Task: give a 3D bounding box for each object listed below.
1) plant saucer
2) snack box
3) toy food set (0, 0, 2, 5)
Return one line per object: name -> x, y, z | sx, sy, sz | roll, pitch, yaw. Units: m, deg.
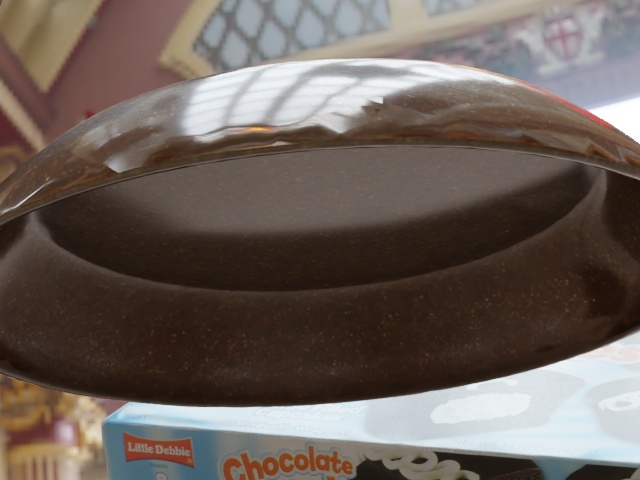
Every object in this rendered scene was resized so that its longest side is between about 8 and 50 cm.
plant saucer -> 0.000, 0.000, 0.451 | 0.199, 0.036, 0.198 | -4, -20, -1
snack box -> 0.080, 0.090, 0.860 | 0.322, 0.060, 0.187 | 1, 16, 26
toy food set -> -0.259, -0.224, 1.058 | 0.220, 0.306, 0.092 | 31, -33, -27
